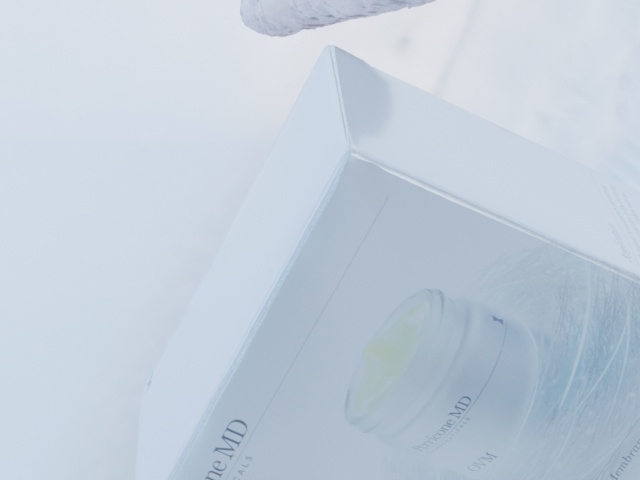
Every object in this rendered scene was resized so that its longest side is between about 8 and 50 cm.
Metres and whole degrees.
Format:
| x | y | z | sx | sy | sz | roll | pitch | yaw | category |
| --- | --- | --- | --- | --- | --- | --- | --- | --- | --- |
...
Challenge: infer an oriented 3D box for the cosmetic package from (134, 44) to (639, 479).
| x | y | z | sx | sy | sz | roll | pitch | yaw | category |
| --- | --- | --- | --- | --- | --- | --- | --- | --- | --- |
| 0.054 | 0.064 | 0.734 | 0.224 | 0.225 | 0.138 | -61 | 15 | 22 | cosmetic package |

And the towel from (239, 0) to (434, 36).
| x | y | z | sx | sy | sz | roll | pitch | yaw | category |
| --- | --- | --- | --- | --- | --- | --- | --- | --- | --- |
| 0.075 | -0.271 | 0.936 | 0.317 | 0.053 | 0.332 | -60 | 16 | -5 | towel |
